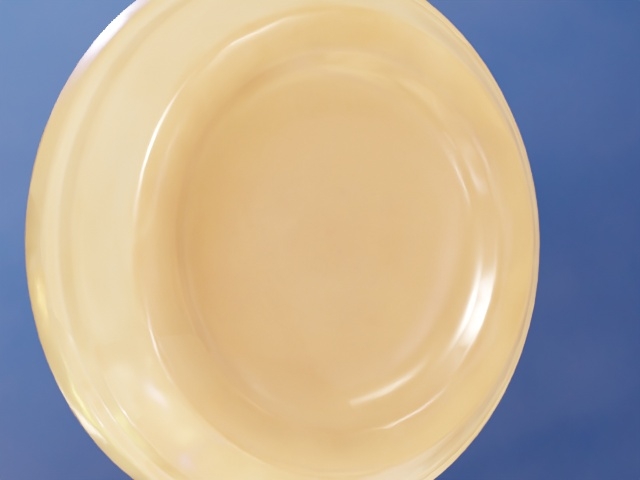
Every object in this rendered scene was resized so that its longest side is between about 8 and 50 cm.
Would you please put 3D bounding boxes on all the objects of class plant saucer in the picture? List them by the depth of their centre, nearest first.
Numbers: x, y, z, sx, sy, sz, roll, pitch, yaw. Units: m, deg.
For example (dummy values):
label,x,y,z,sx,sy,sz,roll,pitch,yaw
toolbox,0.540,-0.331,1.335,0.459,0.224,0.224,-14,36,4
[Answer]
label,x,y,z,sx,sy,sz,roll,pitch,yaw
plant saucer,0.000,0.000,0.550,0.200,0.200,0.037,-49,-157,-23
